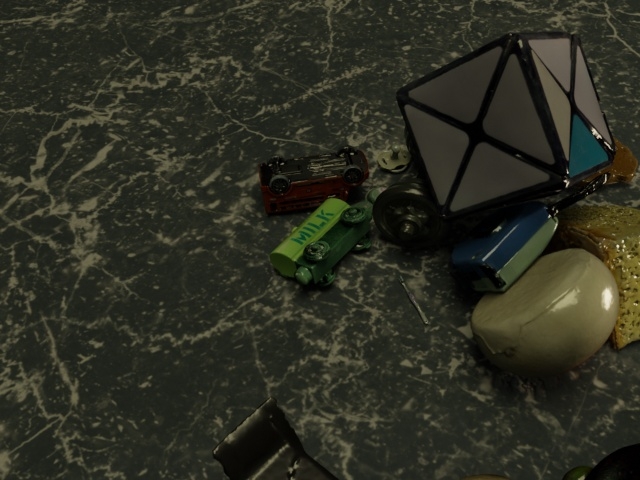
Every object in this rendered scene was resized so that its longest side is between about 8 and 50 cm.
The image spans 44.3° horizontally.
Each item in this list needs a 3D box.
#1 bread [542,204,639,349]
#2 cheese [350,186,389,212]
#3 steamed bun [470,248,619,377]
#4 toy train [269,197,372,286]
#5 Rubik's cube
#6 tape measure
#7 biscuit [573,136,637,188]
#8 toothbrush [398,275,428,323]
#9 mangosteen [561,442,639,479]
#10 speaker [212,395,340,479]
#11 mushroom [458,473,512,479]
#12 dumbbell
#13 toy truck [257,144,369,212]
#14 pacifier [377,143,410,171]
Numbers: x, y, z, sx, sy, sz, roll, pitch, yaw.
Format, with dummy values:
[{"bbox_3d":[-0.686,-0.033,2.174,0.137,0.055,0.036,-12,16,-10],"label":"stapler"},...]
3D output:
[{"bbox_3d":[0.606,0.062,1.678,0.249,0.279,0.315,-14,7,-12],"label":"bread"},{"bbox_3d":[0.128,-0.093,1.848,0.121,0.026,0.067,-35,56,-26],"label":"cheese"},{"bbox_3d":[0.436,0.151,1.487,0.283,0.283,0.177,-43,100,-30],"label":"steamed bun"},{"bbox_3d":[0.000,0.000,1.728,0.157,0.105,0.253,18,49,34],"label":"toy train"},{"bbox_3d":[0.388,-0.231,1.616,0.307,0.310,0.305,-19,0,38],"label":"Rubik's cube"},{"bbox_3d":[0.416,-0.034,1.611,0.351,0.215,0.098,-41,98,-17],"label":"tape measure"},{"bbox_3d":[0.650,-0.192,1.908,0.208,0.049,0.181,-14,50,-11],"label":"biscuit"},{"bbox_3d":[0.197,0.126,1.663,0.011,0.013,0.131,-21,54,-10],"label":"toothbrush"},{"bbox_3d":[0.497,0.466,1.197,0.300,0.300,0.300,-1,48,1],"label":"mangosteen"},{"bbox_3d":[0.013,0.453,1.263,0.388,0.184,0.180,33,57,25],"label":"speaker"},{"bbox_3d":[0.274,0.468,1.288,0.166,0.127,0.166,-4,69,11],"label":"mushroom"},{"bbox_3d":[0.243,-0.150,1.798,0.179,0.179,0.406,13,49,13],"label":"dumbbell"},{"bbox_3d":[-0.014,-0.139,1.833,0.253,0.114,0.107,-7,38,-4],"label":"toy truck"},{"bbox_3d":[0.183,-0.206,1.922,0.083,0.064,0.068,-19,59,-14],"label":"pacifier"}]
